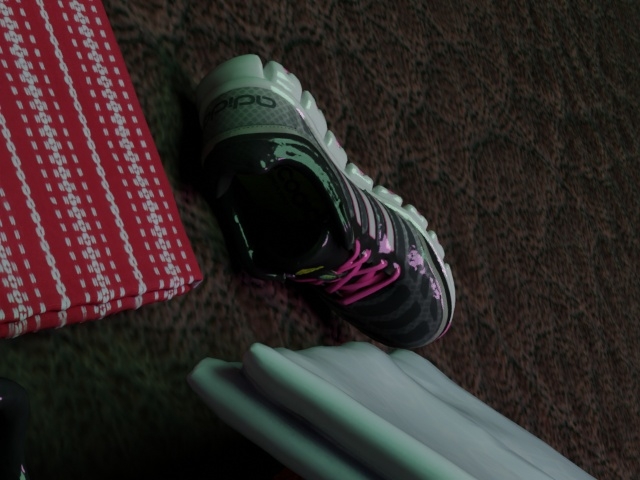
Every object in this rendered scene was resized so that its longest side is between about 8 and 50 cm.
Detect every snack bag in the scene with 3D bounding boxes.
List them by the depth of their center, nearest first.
[{"bbox_3d":[0.130,0.129,0.717,0.323,0.037,0.342,33,4,13],"label":"snack bag"}]

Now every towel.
[{"bbox_3d":[-0.135,-0.059,0.646,0.275,0.031,0.199,-9,78,-69],"label":"towel"}]

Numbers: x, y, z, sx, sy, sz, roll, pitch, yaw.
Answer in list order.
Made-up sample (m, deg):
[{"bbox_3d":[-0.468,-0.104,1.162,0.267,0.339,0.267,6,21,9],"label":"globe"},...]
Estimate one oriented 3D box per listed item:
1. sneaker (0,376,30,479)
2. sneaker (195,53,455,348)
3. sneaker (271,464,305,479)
[{"bbox_3d":[-0.090,0.124,0.534,0.067,0.078,0.188,9,63,-63],"label":"sneaker"},{"bbox_3d":[0.000,0.000,0.868,0.170,0.063,0.075,51,29,-29],"label":"sneaker"},{"bbox_3d":[0.051,0.179,0.826,0.225,0.088,0.093,41,40,-35],"label":"sneaker"}]
